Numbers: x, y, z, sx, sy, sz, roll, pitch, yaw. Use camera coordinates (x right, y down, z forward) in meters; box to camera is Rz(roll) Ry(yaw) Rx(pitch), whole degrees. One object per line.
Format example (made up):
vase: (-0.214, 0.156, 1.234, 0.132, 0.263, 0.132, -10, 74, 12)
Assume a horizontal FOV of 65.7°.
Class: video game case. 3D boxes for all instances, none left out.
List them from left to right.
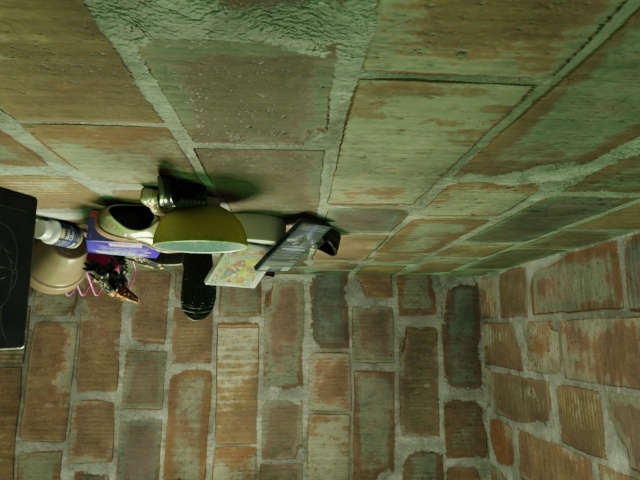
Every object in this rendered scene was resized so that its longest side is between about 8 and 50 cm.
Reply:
video game case: (-0.292, 0.096, 1.858, 0.227, 0.026, 0.206, 10, 126, -43)
video game case: (-0.103, 0.023, 1.862, 0.274, 0.026, 0.196, -46, 154, 21)

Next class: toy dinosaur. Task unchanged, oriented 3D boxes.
toy dinosaur: (-0.857, 0.155, 2.061, 0.322, 0.164, 0.218, 16, 134, 11)

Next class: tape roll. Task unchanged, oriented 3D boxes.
tape roll: (-0.270, -0.026, 1.882, 0.286, 0.100, 0.286, 0, 169, 0)

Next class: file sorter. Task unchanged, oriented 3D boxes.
file sorter: (-1.054, 0.146, 2.350, 0.291, 0.202, 0.182, -2, 126, 2)

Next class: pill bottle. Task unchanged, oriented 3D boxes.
pill bottle: (-1.006, -0.028, 1.896, 0.094, 0.094, 0.169, -3, 170, 18)

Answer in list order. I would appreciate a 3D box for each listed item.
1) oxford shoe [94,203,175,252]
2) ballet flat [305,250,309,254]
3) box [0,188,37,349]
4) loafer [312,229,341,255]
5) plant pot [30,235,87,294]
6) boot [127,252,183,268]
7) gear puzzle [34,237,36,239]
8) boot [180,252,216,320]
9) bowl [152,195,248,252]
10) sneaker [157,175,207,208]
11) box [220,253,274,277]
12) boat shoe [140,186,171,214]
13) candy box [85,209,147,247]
oxford shoe: (-0.550, -0.042, 1.695, 0.397, 0.140, 0.146, 6, 164, -34)
ballet flat: (-0.155, 0.015, 2.210, 0.087, 0.083, 0.247, 24, -172, 42)
box: (-1.094, 0.066, 1.357, 0.297, 0.471, 0.480, -2, 170, 19)
loafer: (0.000, 0.000, 2.023, 0.109, 0.095, 0.302, -7, 168, 28)
plant pot: (-1.080, 0.065, 2.064, 0.263, 0.263, 0.229, 10, 146, -44)
boot: (-0.735, 0.056, 2.231, 0.377, 0.138, 0.284, 4, 169, 3)
gear puzzle: (-1.295, 0.000, 2.205, 0.175, 0.044, 0.339, -8, 170, 4)
boot: (-0.491, 0.129, 1.970, 0.131, 0.348, 0.260, 3, 179, -20)
bowl: (-0.373, -0.053, 1.555, 0.289, 0.156, 0.289, -1, 171, 0)
sneaker: (-0.377, -0.135, 1.368, 0.118, 0.083, 0.222, -4, 179, -7)
box: (-0.343, 0.092, 2.340, 0.203, 0.168, 0.167, -5, 169, 31)
boat shoe: (-0.481, -0.113, 1.497, 0.059, 0.063, 0.170, 5, 170, 8)
candy box: (-0.734, -0.017, 1.875, 0.268, 0.122, 0.317, 6, 170, -24)
